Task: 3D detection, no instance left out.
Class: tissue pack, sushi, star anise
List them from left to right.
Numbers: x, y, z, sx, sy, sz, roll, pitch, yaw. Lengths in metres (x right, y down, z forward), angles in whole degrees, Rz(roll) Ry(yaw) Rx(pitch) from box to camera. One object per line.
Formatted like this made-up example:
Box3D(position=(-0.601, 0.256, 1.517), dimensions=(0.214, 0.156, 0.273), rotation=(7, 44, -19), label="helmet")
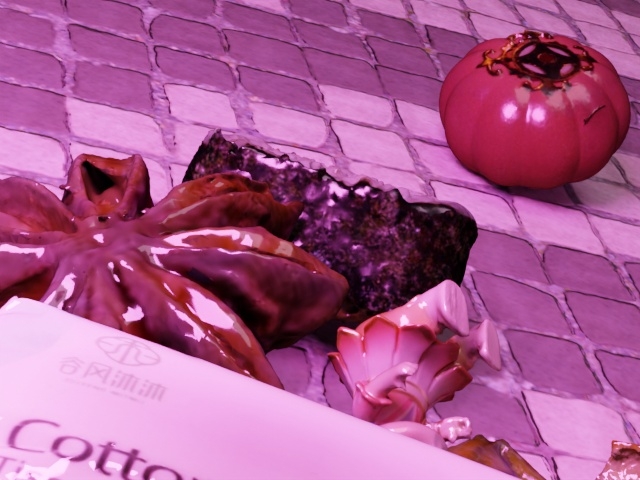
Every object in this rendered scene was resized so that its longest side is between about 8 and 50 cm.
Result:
Box3D(position=(-0.131, 0.043, 0.967), dimensions=(0.315, 0.108, 0.315), rotation=(0, 42, 0), label="star anise")
Box3D(position=(-0.029, 0.201, 0.672), dimensions=(0.356, 0.194, 0.266), rotation=(21, 28, 1), label="tissue pack")
Box3D(position=(0.000, 0.000, 1.142), dimensions=(0.212, 0.115, 0.147), rotation=(17, 5, 3), label="sushi")

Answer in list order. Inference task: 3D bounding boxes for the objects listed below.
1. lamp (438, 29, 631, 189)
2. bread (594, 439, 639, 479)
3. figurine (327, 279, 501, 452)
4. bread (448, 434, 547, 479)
Box3D(position=(0.201, -0.116, 1.516), dimensions=(0.182, 0.140, 0.182), rotation=(1, 37, -1), label="lamp")
Box3D(position=(0.232, 0.194, 0.960), dimensions=(0.125, 0.086, 0.156), rotation=(42, -4, -39), label="bread")
Box3D(position=(0.044, 0.127, 0.880), dimensions=(0.111, 0.102, 0.195), rotation=(44, 39, -34), label="figurine")
Box3D(position=(0.149, 0.219, 0.884), dimensions=(0.087, 0.098, 0.269), rotation=(-36, 48, -9), label="bread")
